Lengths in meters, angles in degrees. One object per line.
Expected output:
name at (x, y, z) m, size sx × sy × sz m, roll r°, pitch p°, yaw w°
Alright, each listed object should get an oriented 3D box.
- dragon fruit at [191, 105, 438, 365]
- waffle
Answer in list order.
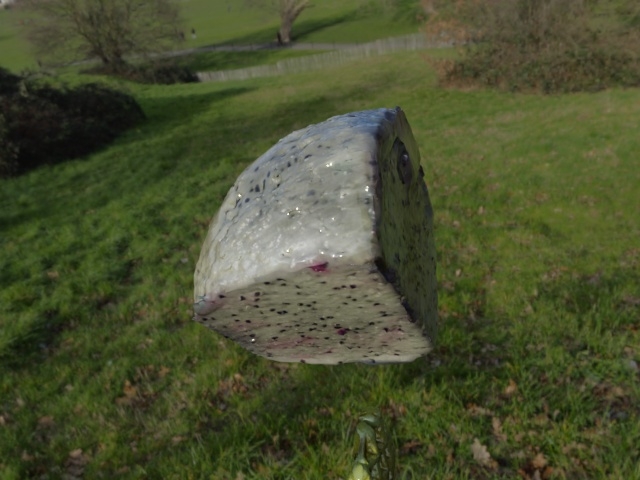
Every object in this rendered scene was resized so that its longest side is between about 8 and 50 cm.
dragon fruit at (0.000, 0.000, 0.580) m, size 0.221 × 0.283 × 0.204 m, roll -12°, pitch 58°, yaw 19°
waffle at (0.054, 0.270, 0.563) m, size 0.036 × 0.169 × 0.184 m, roll -1°, pitch 49°, yaw 18°
